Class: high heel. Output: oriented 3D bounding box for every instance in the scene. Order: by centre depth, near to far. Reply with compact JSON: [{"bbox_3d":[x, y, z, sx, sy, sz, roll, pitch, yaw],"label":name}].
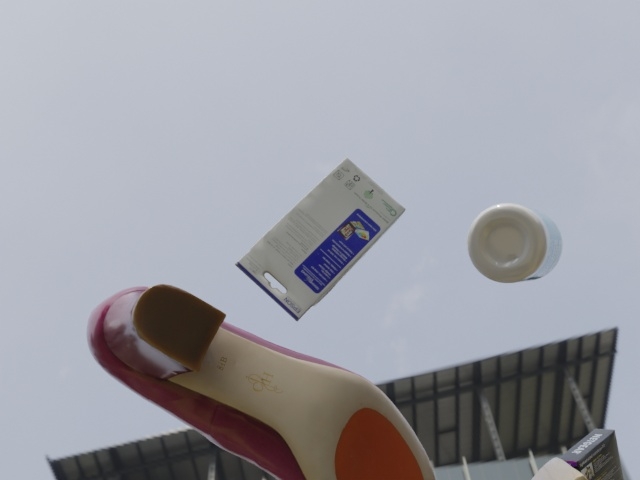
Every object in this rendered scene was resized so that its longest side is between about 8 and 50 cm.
[{"bbox_3d":[-0.055,0.166,0.801,0.377,0.127,0.181,42,-28,-15],"label":"high heel"}]

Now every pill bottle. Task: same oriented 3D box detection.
[{"bbox_3d":[0.382,0.007,1.556,0.146,0.264,0.146,0,-91,25],"label":"pill bottle"}]

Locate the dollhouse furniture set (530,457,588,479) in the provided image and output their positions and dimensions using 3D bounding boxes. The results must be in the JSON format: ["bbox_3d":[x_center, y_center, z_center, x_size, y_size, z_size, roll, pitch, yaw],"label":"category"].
[{"bbox_3d":[0.288,0.505,0.907,0.362,0.256,0.394,40,-92,9],"label":"dollhouse furniture set"}]

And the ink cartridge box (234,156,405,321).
[{"bbox_3d":[0.000,0.000,1.575,0.165,0.332,0.065,43,-25,7],"label":"ink cartridge box"}]

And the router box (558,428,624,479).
[{"bbox_3d":[0.519,0.451,1.542,0.046,0.179,0.133,-9,-87,42],"label":"router box"}]
